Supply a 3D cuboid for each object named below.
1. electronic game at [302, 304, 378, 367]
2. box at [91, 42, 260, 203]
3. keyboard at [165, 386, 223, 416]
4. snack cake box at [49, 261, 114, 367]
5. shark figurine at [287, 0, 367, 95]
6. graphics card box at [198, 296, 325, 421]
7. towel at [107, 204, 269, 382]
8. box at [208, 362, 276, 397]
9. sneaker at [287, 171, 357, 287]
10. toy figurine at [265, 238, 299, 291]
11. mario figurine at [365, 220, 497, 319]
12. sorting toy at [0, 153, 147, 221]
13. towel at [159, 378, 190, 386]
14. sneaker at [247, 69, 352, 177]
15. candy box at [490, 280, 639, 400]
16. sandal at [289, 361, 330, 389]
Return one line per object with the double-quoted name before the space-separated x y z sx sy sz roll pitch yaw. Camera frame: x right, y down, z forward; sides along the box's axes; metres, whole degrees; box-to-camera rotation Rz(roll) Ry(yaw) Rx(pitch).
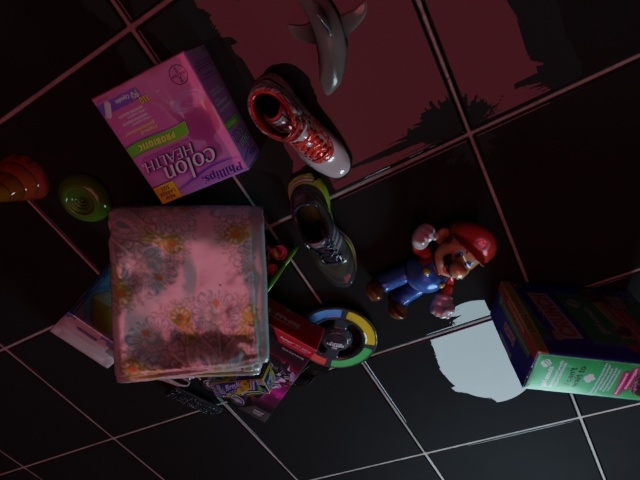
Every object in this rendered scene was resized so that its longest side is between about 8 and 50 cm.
"electronic game" 0.044 0.269 1.192 0.230 0.048 0.229 2 122 4
"box" -0.281 -0.231 0.874 0.214 0.117 0.242 -18 118 16
"keyboard" -0.413 0.523 1.388 0.180 0.023 0.108 38 135 -23
"snack cake box" -0.494 0.154 1.044 0.089 0.264 0.152 -39 111 23
"shark figurine" -0.029 -0.404 0.749 0.278 0.116 0.166 40 115 -20
"graphics card box" -0.173 0.329 1.200 0.233 0.094 0.370 30 123 -2
"towel" -0.275 0.111 0.921 0.321 0.090 0.373 -1 91 -12
"box" -0.207 0.372 1.143 0.169 0.059 0.054 -12 116 21
"sneaker" 0.000 0.000 0.987 0.111 0.121 0.299 -19 118 17
"toy figurine" -0.165 0.038 1.045 0.159 0.130 0.173 36 97 -5
"mario figurine" 0.252 0.078 0.979 0.198 0.170 0.321 12 139 -43
"sorting toy" -0.596 -0.083 0.991 0.366 0.126 0.127 18 121 -5
"towel" -0.517 0.325 1.188 0.332 0.053 0.317 29 154 -13
"sneaker" -0.039 -0.204 0.851 0.090 0.145 0.270 -33 114 22
"candy box" 0.589 0.217 0.979 0.318 0.268 0.122 4 118 3
"sandal" -0.049 0.405 1.288 0.179 0.040 0.067 -34 113 23
